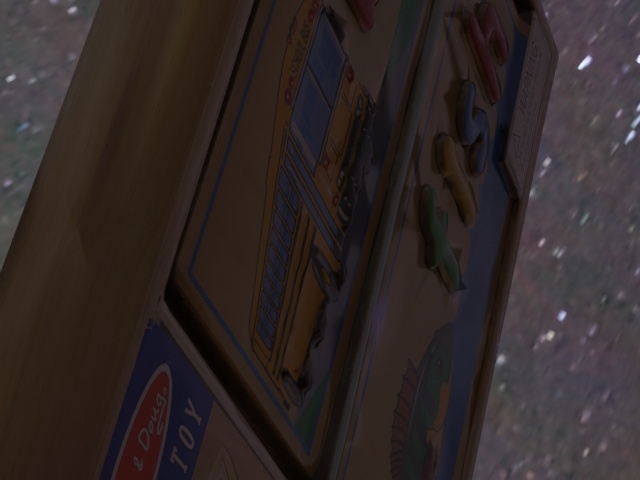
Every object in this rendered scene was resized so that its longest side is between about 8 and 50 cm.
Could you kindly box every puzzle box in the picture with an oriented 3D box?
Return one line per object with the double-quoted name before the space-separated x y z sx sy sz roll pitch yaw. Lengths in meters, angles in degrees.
"puzzle box" 0.000 0.000 0.646 0.052 0.409 0.272 -1 -35 23
